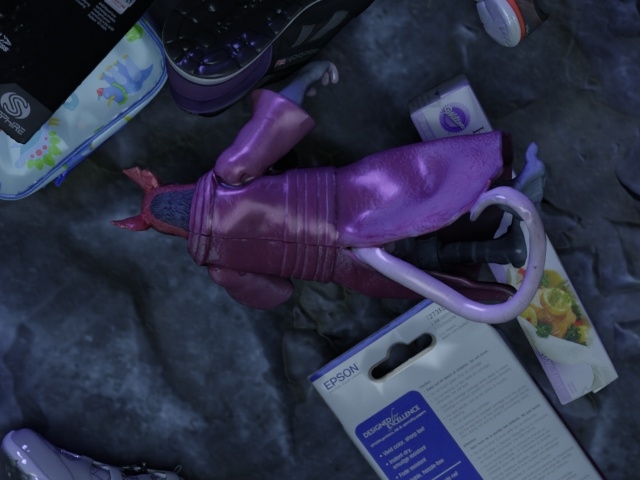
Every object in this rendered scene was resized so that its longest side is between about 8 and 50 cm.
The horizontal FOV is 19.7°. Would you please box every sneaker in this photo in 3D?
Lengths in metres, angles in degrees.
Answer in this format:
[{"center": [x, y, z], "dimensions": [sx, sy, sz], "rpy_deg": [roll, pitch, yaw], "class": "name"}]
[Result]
[{"center": [0.161, -0.258, 1.677], "dimensions": [0.065, 0.061, 0.158], "rpy_deg": [-29, 106, -22], "class": "sneaker"}, {"center": [-0.024, -0.214, 1.658], "dimensions": [0.283, 0.124, 0.107], "rpy_deg": [-33, 73, -17], "class": "sneaker"}, {"center": [-0.183, 0.259, 1.793], "dimensions": [0.281, 0.105, 0.115], "rpy_deg": [35, 68, -6], "class": "sneaker"}]

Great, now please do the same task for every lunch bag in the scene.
[{"center": [-0.253, -0.152, 1.666], "dimensions": [0.219, 0.090, 0.176], "rpy_deg": [-39, 102, 6], "class": "lunch bag"}]

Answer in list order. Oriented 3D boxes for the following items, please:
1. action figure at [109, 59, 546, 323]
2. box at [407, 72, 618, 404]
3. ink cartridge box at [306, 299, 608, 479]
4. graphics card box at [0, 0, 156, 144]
[{"center": [0.000, 0.000, 1.599], "dimensions": [0.370, 0.275, 0.248], "rpy_deg": [2, 118, -1], "class": "action figure"}, {"center": [0.182, 0.001, 1.731], "dimensions": [0.063, 0.067, 0.324], "rpy_deg": [-27, 103, 6], "class": "box"}, {"center": [0.162, 0.220, 1.790], "dimensions": [0.176, 0.069, 0.371], "rpy_deg": [-34, 106, 8], "class": "ink cartridge box"}, {"center": [-0.214, -0.288, 1.519], "dimensions": [0.233, 0.094, 0.371], "rpy_deg": [39, 97, -28], "class": "graphics card box"}]
